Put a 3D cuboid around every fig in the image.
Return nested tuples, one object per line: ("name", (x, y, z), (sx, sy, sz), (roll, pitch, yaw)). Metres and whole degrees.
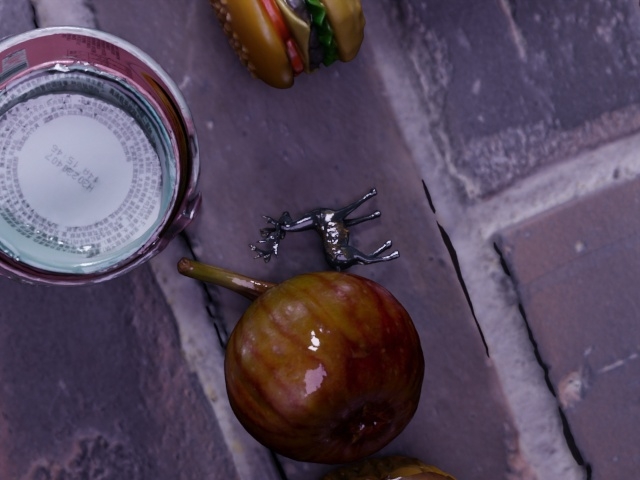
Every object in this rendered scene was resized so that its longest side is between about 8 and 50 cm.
("fig", (-0.010, 0.087, 1.559), (0.175, 0.207, 0.175), (-17, 134, -19))

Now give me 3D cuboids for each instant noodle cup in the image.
("instant noodle cup", (-0.204, -0.060, 1.459), (0.243, 0.255, 0.244), (-1, 96, -9))

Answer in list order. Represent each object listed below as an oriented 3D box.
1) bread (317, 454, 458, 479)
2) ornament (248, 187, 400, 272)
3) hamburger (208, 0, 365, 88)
("bread", (0.063, 0.285, 1.593), (0.199, 0.104, 0.199), (-1, 97, -11))
("ornament", (0.000, 0.000, 1.591), (0.125, 0.028, 0.073), (-12, 66, -11))
("hamburger", (-0.034, -0.208, 1.520), (0.115, 0.162, 0.162), (-27, 97, -4))
